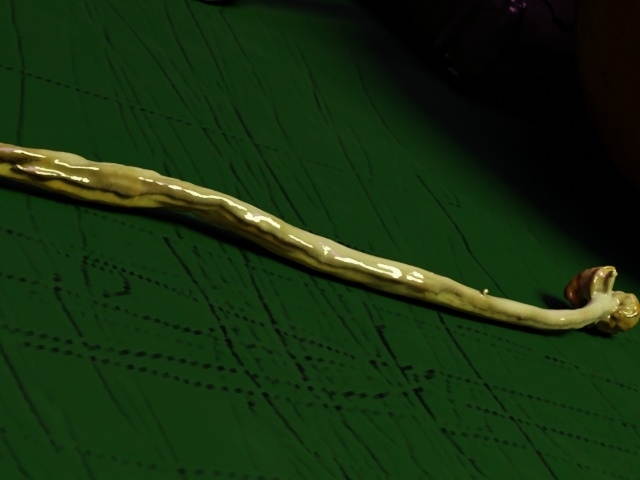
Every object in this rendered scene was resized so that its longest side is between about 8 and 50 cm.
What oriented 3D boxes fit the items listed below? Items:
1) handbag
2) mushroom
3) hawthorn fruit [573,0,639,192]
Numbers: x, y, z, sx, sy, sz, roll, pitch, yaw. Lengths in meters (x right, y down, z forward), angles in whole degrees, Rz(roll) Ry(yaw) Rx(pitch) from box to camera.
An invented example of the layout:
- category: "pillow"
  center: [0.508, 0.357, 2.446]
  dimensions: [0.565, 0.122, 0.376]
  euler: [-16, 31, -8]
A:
- category: "handbag"
  center: [0.116, -0.146, 1.023]
  dimensions: [0.247, 0.080, 0.223]
  euler: [8, 30, -42]
- category: "mushroom"
  center: [0.003, 0.002, 0.631]
  dimensions: [0.286, 0.025, 0.028]
  euler: [11, 11, -35]
- category: "hawthorn fruit"
  center: [0.273, -0.088, 0.831]
  dimensions: [0.311, 0.295, 0.295]
  euler: [44, 25, 23]
